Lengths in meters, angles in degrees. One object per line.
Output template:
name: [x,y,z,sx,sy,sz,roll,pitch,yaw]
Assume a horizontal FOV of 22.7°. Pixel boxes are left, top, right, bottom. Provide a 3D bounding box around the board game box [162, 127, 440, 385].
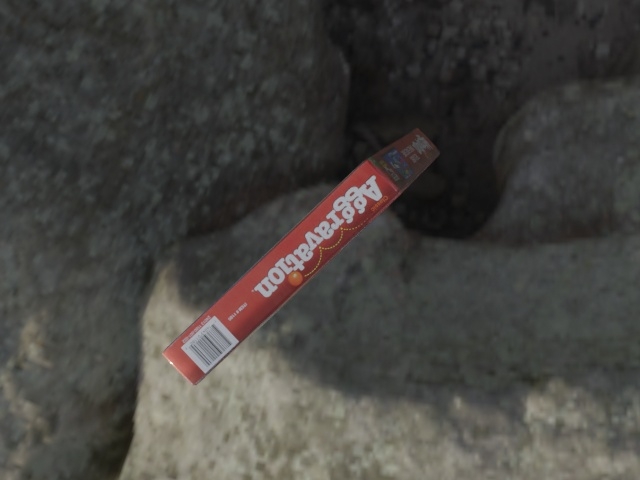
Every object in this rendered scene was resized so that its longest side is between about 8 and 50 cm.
board game box: [0.000,0.000,0.913,0.145,0.281,0.027,-42,90,11]
